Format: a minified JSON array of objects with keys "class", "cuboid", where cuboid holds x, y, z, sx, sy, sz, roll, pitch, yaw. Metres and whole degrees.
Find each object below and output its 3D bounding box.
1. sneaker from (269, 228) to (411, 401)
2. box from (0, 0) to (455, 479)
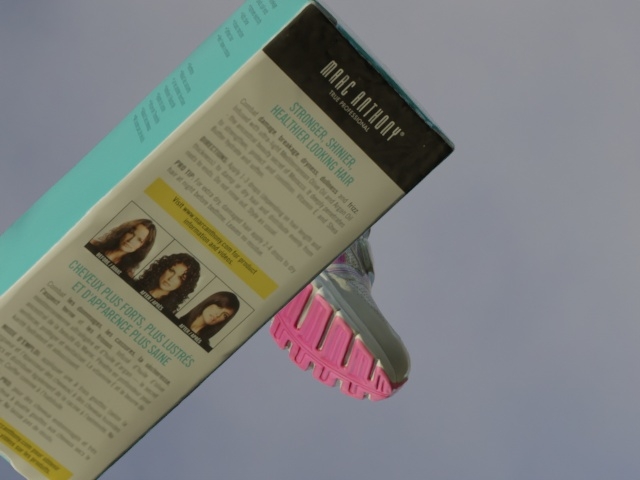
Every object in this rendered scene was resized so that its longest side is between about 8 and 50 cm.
[{"class":"sneaker","cuboid":[0.000,0.000,1.267,0.111,0.252,0.103,-29,-9,-28]},{"class":"box","cuboid":[-0.066,-0.001,0.763,0.244,0.060,0.100,-43,-62,7]}]
